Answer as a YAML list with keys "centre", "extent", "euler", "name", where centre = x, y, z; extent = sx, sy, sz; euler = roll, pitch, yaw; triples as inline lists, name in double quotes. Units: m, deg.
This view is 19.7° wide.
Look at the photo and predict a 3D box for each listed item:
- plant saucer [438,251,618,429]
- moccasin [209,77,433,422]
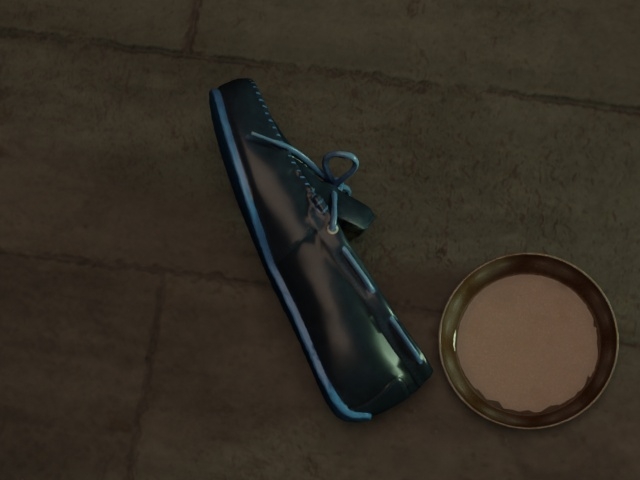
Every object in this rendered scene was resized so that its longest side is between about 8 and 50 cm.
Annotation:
- centre: [0.195, 0.096, 1.740]
  extent: [0.168, 0.029, 0.168]
  euler: [-1, 78, 6]
  name: "plant saucer"
- centre: [0.000, 0.000, 1.743]
  extent: [0.117, 0.138, 0.342]
  euler: [-24, 91, -4]
  name: "moccasin"
